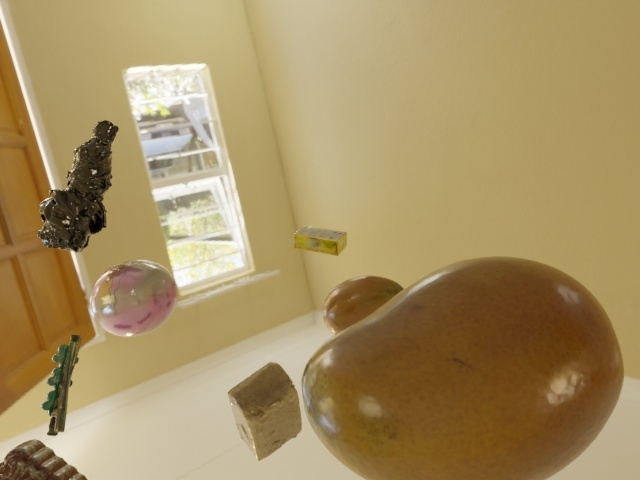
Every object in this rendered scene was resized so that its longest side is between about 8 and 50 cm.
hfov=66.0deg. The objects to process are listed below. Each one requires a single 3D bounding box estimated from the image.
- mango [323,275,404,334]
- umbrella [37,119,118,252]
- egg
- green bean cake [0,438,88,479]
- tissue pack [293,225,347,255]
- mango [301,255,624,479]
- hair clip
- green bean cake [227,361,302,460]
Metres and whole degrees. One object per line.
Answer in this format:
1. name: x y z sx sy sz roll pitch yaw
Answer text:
1. mango: 0.104 0.159 1.222 0.221 0.151 0.120 -35 -162 26
2. umbrella: -0.605 -0.139 1.236 0.155 0.336 0.128 9 179 -14
3. egg: -0.459 0.141 1.217 0.197 0.196 0.271 -18 176 -31
4. green bean cake: -0.740 0.654 1.272 0.198 0.233 0.097 -51 175 -1
5. tissue pack: 0.000 0.000 1.807 0.176 0.062 0.095 8 -154 22
6. mango: 0.167 0.159 0.585 0.379 0.263 0.221 -13 153 -12
7. hair clip: -0.461 0.253 0.873 0.049 0.172 0.049 0 156 0
8. green bean cake: -0.100 0.321 0.921 0.109 0.179 0.085 -27 -130 -26
